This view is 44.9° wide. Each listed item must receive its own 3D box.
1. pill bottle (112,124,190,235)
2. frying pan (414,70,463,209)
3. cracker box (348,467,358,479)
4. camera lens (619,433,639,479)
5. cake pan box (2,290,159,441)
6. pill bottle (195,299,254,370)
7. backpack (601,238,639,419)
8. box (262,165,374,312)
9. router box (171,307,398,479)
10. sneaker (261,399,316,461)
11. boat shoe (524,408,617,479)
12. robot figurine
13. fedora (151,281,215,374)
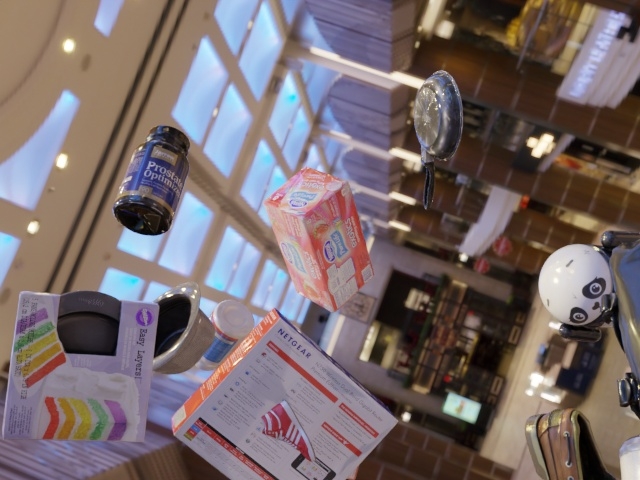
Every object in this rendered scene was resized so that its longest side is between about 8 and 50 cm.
[{"bbox_3d":[-0.344,-0.129,1.614,0.123,0.123,0.219,99,-178,-57],"label":"pill bottle"},{"bbox_3d":[0.243,-0.237,1.752,0.326,0.053,0.197,110,149,-54],"label":"frying pan"},{"bbox_3d":[-0.012,0.560,2.069,0.156,0.232,0.067,31,-106,-88],"label":"cracker box"},{"bbox_3d":[0.760,0.554,1.646,0.219,0.219,0.274,95,-179,-63],"label":"camera lens"},{"bbox_3d":[-0.424,0.222,1.386,0.070,0.246,0.267,179,98,-68],"label":"cake pan box"},{"bbox_3d":[-0.286,0.276,2.194,0.221,0.124,0.124,-51,6,39],"label":"pill bottle"},{"bbox_3d":[0.518,0.171,0.896,0.355,0.273,0.290,48,-148,-34],"label":"backpack"},{"bbox_3d":[0.000,0.000,1.805,0.154,0.142,0.300,-42,-45,-26],"label":"box"},{"bbox_3d":[-0.067,0.355,1.528,0.301,0.335,0.082,-47,16,-2],"label":"router box"},{"bbox_3d":[-0.060,0.350,1.373,0.067,0.118,0.042,-28,-11,-17],"label":"sneaker"},{"bbox_3d":[0.454,0.441,1.327,0.111,0.307,0.104,-19,-6,-46],"label":"boat shoe"},{"bbox_3d":[0.587,0.097,1.606,0.173,0.278,0.209,-25,63,56],"label":"robot figurine"},{"bbox_3d":[-0.357,0.240,1.920,0.275,0.124,0.243,-32,38,21],"label":"fedora"}]
